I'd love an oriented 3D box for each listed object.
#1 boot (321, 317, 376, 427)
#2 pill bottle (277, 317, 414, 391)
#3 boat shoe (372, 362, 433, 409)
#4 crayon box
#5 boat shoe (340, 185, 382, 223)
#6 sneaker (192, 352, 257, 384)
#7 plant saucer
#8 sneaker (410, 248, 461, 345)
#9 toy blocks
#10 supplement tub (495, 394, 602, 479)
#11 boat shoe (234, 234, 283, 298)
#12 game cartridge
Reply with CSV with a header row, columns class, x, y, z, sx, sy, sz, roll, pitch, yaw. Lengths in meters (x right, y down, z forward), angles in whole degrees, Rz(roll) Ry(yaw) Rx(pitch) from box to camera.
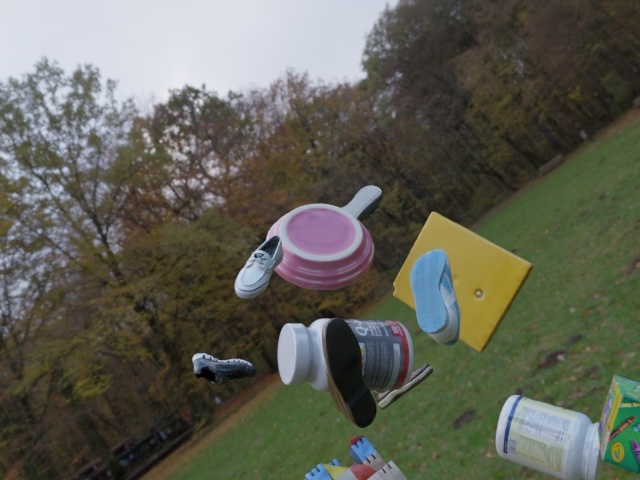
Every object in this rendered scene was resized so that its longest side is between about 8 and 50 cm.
class,x,y,z,sx,sy,sz,roll,pitch,yaw
boot,0.046,0.336,1.404,0.112,0.306,0.115,-27,20,-33
pill bottle,0.072,0.336,1.604,0.362,0.211,0.210,5,-24,-21
boat shoe,0.296,0.522,2.027,0.257,0.095,0.095,-41,-20,16
crayon box,0.764,0.449,1.369,0.278,0.081,0.166,7,-81,-65
boat shoe,0.109,-0.077,1.934,0.335,0.112,0.096,-38,-43,-33
sneaker,-0.340,0.468,1.920,0.106,0.234,0.078,-97,25,-56
plant saucer,0.000,0.000,1.643,0.332,0.332,0.084,-32,-35,-31
sneaker,0.253,0.119,1.185,0.087,0.092,0.229,-21,42,30
toy blocks,0.065,0.634,1.292,0.381,0.261,0.191,-30,-32,-25
supplement tub,0.808,0.698,1.914,0.324,0.236,0.235,9,24,35
boat shoe,-0.160,0.059,1.412,0.226,0.083,0.076,-63,-19,-56
game cartridge,0.395,0.113,1.570,0.052,0.323,0.286,8,-68,-57
